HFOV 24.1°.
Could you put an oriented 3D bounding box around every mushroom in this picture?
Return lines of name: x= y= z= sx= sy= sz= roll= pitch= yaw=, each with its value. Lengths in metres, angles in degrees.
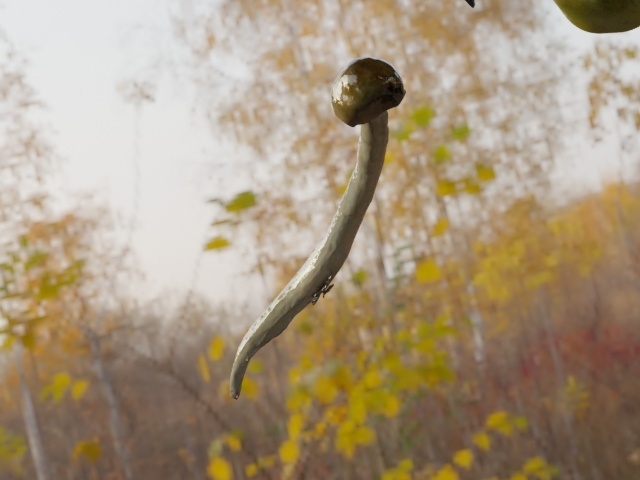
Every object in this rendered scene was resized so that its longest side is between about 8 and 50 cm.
mushroom: x=-0.001 y=-0.002 z=0.950 sx=0.068 sy=0.043 sz=0.306 roll=-5 pitch=-38 yaw=-23

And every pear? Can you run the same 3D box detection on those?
pear: x=0.207 y=-0.190 z=1.077 sx=0.092 sy=0.092 sz=0.097 roll=-17 pitch=21 yaw=41

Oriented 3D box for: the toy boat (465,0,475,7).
toy boat: x=0.112 y=-0.302 z=0.913 sx=0.114 sy=0.296 sz=0.122 roll=12 pitch=37 yaw=-2
